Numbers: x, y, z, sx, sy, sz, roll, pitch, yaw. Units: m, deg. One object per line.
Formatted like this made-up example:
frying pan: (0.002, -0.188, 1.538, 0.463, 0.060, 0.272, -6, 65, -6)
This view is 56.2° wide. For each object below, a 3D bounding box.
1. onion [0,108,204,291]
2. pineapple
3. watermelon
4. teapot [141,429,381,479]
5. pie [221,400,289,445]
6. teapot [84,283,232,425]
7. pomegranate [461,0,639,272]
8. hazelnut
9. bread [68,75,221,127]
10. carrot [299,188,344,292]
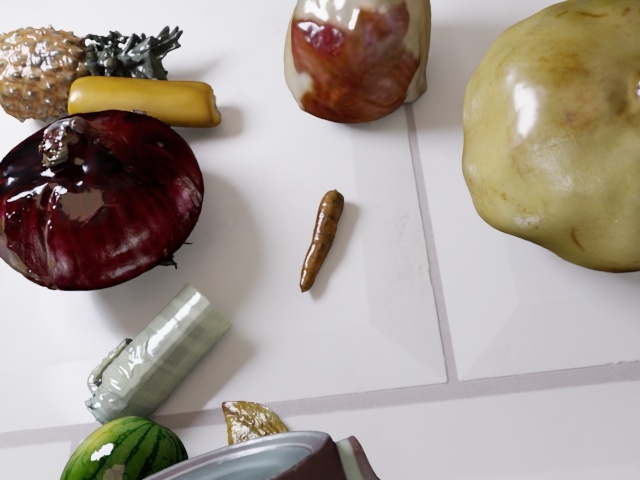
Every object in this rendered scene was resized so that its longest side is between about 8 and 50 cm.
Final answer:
onion: (-0.323, -0.077, 0.851, 0.314, 0.232, 0.314, -6, 41, 5)
pineapple: (-0.398, -0.305, 1.057, 0.340, 0.169, 0.169, -8, 60, 2)
watermelon: (-0.234, 0.293, 0.680, 0.140, 0.141, 0.187, 28, 75, 26)
teapot: (-0.019, 0.349, 0.554, 0.315, 0.233, 0.312, -15, 85, -14)
pie: (-0.075, 0.266, 0.716, 0.092, 0.034, 0.170, -14, 53, 8)
teapot: (-0.224, 0.149, 0.793, 0.107, 0.077, 0.200, 33, 73, 33)
pomegranate: (0.322, -0.125, 0.676, 0.332, 0.332, 0.332, -6, 60, 11)
hazelnut: (0.069, -0.299, 0.908, 0.241, 0.261, 0.261, 28, 68, -8)
bread: (-0.283, -0.226, 0.977, 0.239, 0.074, 0.092, 1, 22, -8)
carrot: (0.001, 0.000, 0.845, 0.035, 0.036, 0.165, 9, 66, 18)
